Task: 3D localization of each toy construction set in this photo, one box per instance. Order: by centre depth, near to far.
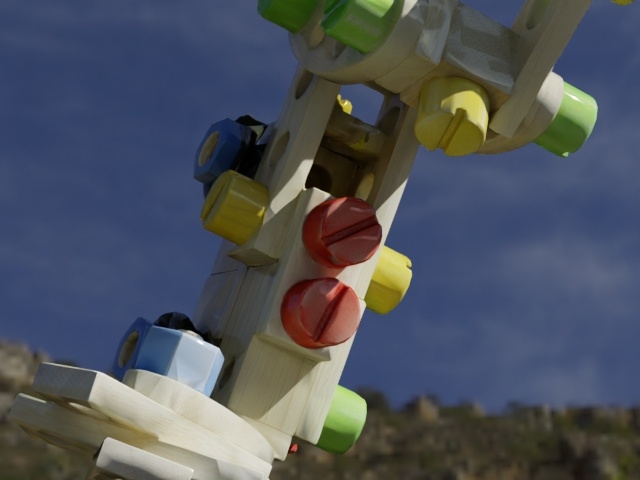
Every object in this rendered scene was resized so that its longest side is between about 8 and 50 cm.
[{"bbox_3d":[0.000,0.000,0.833,0.151,0.327,0.215,41,-21,-17],"label":"toy construction set"}]
